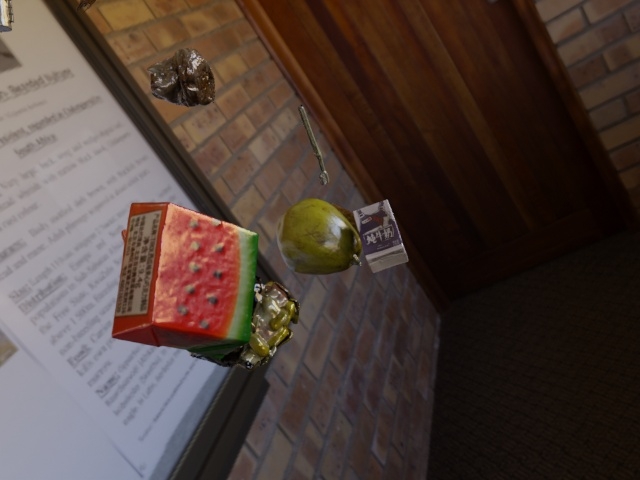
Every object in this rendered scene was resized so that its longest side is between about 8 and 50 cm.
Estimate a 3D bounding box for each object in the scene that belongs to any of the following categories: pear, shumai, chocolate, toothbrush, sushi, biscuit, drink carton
[{"bbox_3d":[0.000,0.000,2.221,0.375,0.287,0.287,30,57,22],"label":"pear"},{"bbox_3d":[-0.454,-0.530,1.924,0.185,0.184,0.218,13,11,7],"label":"shumai"},{"bbox_3d":[-0.329,0.101,1.537,0.161,0.341,0.361,-14,65,42],"label":"chocolate"},{"bbox_3d":[-0.017,-0.267,1.705,0.026,0.294,0.028,20,56,32],"label":"toothbrush"},{"bbox_3d":[-0.247,0.261,1.909,0.328,0.285,0.328,-37,35,57],"label":"sushi"},{"bbox_3d":[0.090,-0.063,2.354,0.247,0.029,0.119,29,96,33],"label":"biscuit"},{"bbox_3d":[0.207,-0.017,2.073,0.134,0.102,0.222,-20,52,10],"label":"drink carton"}]

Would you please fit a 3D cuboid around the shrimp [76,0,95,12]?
[{"bbox_3d":[-0.639,-0.702,1.627,0.162,0.095,0.045,-45,32,19],"label":"shrimp"}]

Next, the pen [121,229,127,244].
[{"bbox_3d":[-0.514,0.039,1.636,0.028,0.028,0.239,-36,42,-3],"label":"pen"}]

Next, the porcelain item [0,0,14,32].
[{"bbox_3d":[-0.840,-0.655,1.552,0.084,0.213,0.054,1,-2,-13],"label":"porcelain item"}]
